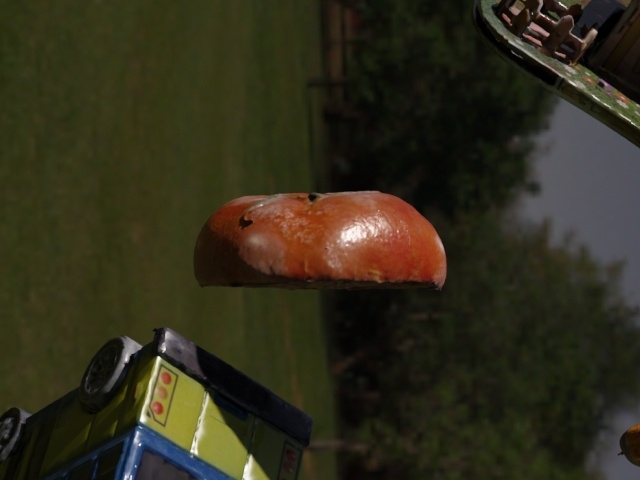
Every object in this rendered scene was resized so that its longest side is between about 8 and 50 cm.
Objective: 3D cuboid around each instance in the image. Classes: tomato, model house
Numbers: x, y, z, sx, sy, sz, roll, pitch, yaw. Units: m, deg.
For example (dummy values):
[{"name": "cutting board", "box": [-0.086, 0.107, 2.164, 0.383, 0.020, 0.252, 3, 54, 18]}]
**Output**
[{"name": "tomato", "box": [0.000, 0.000, 1.558, 0.237, 0.237, 0.095, 109, -18, -88]}, {"name": "model house", "box": [0.234, -0.161, 1.033, 0.154, 0.207, 0.294, -56, 175, 25]}]

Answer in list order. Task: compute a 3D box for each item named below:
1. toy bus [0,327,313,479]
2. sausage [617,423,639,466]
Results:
[{"name": "toy bus", "box": [-0.151, 0.194, 1.099, 0.288, 0.138, 0.175, -32, -145, 40]}, {"name": "sausage", "box": [0.245, 0.129, 1.095, 0.129, 0.034, 0.034, -23, -116, 49]}]
